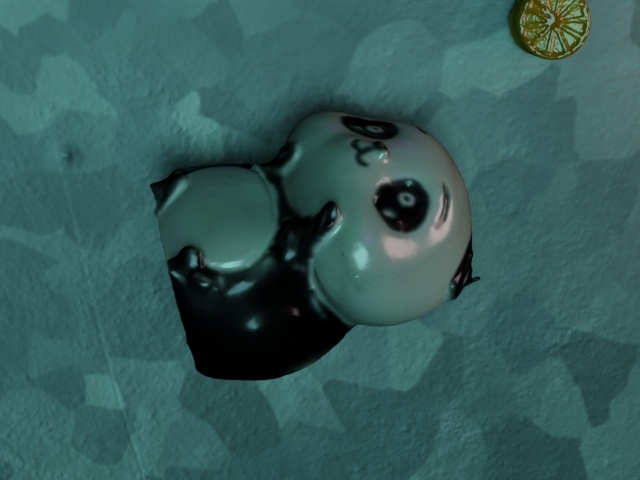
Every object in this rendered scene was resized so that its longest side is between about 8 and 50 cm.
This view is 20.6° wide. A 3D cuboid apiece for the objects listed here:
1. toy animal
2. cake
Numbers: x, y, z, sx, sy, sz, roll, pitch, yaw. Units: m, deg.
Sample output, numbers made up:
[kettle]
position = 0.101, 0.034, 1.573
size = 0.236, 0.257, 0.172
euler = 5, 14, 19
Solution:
[toy animal]
position = 0.000, 0.000, 1.774
size = 0.309, 0.251, 0.251
euler = -15, 107, 0
[cake]
position = 0.239, -0.227, 1.820
size = 0.084, 0.044, 0.084
euler = -2, 105, -6
